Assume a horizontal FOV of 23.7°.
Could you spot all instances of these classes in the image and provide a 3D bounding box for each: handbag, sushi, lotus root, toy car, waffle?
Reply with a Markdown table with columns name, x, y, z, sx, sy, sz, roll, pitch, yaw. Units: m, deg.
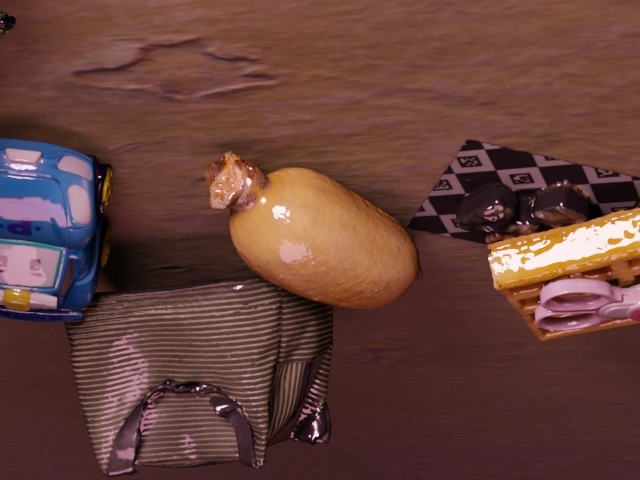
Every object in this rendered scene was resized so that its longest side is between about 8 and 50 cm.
| name | x | y | z | sx | sy | sz | roll | pitch | yaw |
| --- | --- | --- | --- | --- | --- | --- | --- | --- | --- |
| handbag | -0.152 | 0.172 | 1.961 | 0.340 | 0.240 | 0.247 | -8 | 176 | 25 |
| sushi | 0.231 | -0.020 | 1.725 | 0.219 | 0.047 | 0.231 | 12 | 154 | -10 |
| lotus root | -0.002 | 0.003 | 1.733 | 0.303 | 0.131 | 0.146 | 27 | 147 | -34 |
| toy car | -0.348 | -0.002 | 1.784 | 0.198 | 0.166 | 0.314 | 6 | 154 | -7 |
| waffle | 0.329 | 0.042 | 1.758 | 0.221 | 0.055 | 0.248 | -13 | 155 | 18 |

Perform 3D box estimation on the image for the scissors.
| name | x | y | z | sx | sy | sz | roll | pitch | yaw |
| --- | --- | --- | --- | --- | --- | --- | --- | --- | --- |
| scissors | 0.365 | 0.069 | 1.719 | 0.242 | 0.031 | 0.118 | -2 | 155 | 1 |

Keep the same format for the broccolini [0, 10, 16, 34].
| name | x | y | z | sx | sy | sz | roll | pitch | yaw |
| --- | --- | --- | --- | --- | --- | --- | --- | --- | --- |
| broccolini | -0.332 | -0.184 | 1.338 | 0.123 | 0.271 | 0.062 | 6 | 111 | -12 |
